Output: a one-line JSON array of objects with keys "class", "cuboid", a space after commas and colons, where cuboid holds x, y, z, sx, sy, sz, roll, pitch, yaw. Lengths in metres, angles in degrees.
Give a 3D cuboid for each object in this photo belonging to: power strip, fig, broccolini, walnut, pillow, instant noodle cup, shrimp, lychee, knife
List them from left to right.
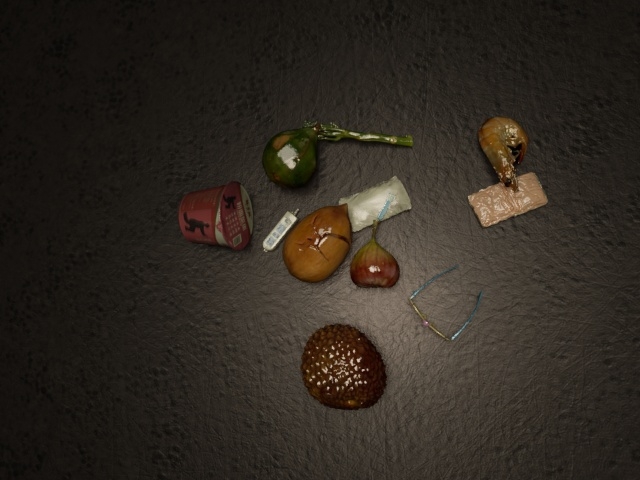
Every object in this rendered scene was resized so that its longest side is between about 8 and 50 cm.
[{"class": "instant noodle cup", "cuboid": [-0.357, -0.083, 1.562, 0.178, 0.235, 0.235, -1, 81, 18]}, {"class": "power strip", "cuboid": [-0.137, -0.037, 1.610, 0.047, 0.030, 0.191, 38, 89, 12]}, {"class": "fig", "cuboid": [-0.082, -0.296, 1.572, 0.195, 0.195, 0.245, 41, 78, 13]}, {"class": "walnut", "cuboid": [0.000, 0.000, 1.498, 0.203, 0.203, 0.298, 34, 95, 13]}, {"class": "lychee", "cuboid": [0.070, 0.382, 1.405, 0.267, 0.267, 0.268, -1, 81, 9]}, {"class": "broccolini", "cuboid": [0.129, -0.378, 1.618, 0.392, 0.079, 0.074, 8, 72, 3]}, {"class": "fig", "cuboid": [0.176, 0.059, 1.507, 0.160, 0.143, 0.231, -7, 45, 12]}, {"class": "pillow", "cuboid": [0.185, -0.125, 1.562, 0.229, 0.051, 0.128, -22, 79, 5]}, {"class": "knife", "cuboid": [0.218, -0.113, 1.529, 0.027, 0.010, 0.096, 28, 95, -9]}, {"class": "pillow", "cuboid": [0.614, -0.136, 1.502, 0.232, 0.043, 0.126, -21, 73, 8]}, {"class": "shrimp", "cuboid": [0.621, -0.290, 1.506, 0.152, 0.063, 0.287, -15, 69, 0]}]

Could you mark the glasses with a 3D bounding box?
[{"class": "glasses", "cuboid": [0.408, 0.203, 1.483, 0.220, 0.088, 0.189, -39, 76, -19]}]
